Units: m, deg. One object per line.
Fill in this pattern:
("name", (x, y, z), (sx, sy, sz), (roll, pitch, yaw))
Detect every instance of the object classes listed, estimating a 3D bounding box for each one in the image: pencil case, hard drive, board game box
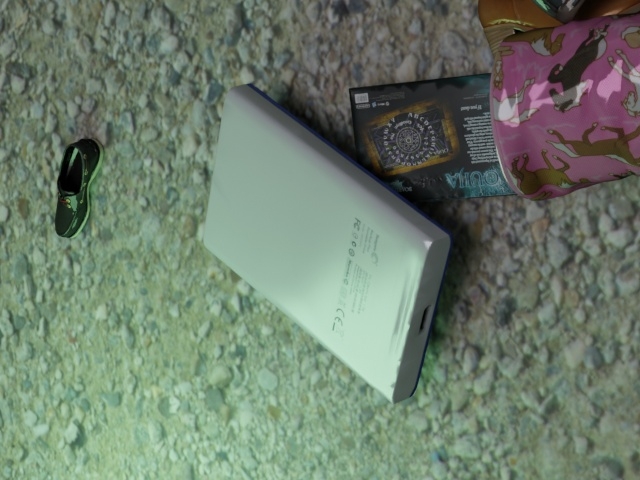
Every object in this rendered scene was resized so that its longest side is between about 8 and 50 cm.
("pencil case", (0.336, -0.123, 1.649), (0.386, 0.160, 0.167), (-2, 90, 32))
("hard drive", (0.000, 0.000, 2.008), (0.318, 0.040, 0.210), (38, 132, 34))
("board game box", (0.119, -0.102, 1.931), (0.186, 0.026, 0.126), (-3, 96, 33))

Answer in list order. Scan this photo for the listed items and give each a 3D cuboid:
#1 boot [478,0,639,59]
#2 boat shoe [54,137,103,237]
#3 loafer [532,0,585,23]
("boot", (0.226, -0.253, 1.806), (0.197, 0.073, 0.152), (-17, 82, 37))
("boat shoe", (-0.300, -0.062, 2.289), (0.049, 0.042, 0.133), (34, 119, 28))
("loafer", (0.290, -0.307, 1.717), (0.267, 0.096, 0.084), (-42, 86, 16))
